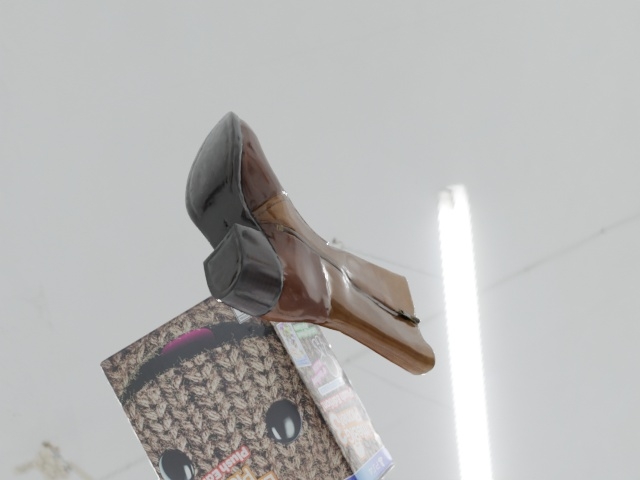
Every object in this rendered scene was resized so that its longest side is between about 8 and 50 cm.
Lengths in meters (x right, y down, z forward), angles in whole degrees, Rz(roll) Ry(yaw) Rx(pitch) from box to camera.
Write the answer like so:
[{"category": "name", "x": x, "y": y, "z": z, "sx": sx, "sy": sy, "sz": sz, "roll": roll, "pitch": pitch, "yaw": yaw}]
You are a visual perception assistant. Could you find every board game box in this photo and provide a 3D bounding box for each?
[{"category": "board game box", "x": -0.090, "y": 0.216, "z": 1.293, "sx": 0.291, "sy": 0.232, "sz": 0.141, "roll": 60, "pitch": -162, "yaw": 6}]

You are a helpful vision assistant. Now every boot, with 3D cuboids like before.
[{"category": "boot", "x": 0.000, "y": 0.000, "z": 1.137, "sx": 0.280, "sy": 0.264, "sz": 0.096, "roll": 22, "pitch": -59, "yaw": -35}]
